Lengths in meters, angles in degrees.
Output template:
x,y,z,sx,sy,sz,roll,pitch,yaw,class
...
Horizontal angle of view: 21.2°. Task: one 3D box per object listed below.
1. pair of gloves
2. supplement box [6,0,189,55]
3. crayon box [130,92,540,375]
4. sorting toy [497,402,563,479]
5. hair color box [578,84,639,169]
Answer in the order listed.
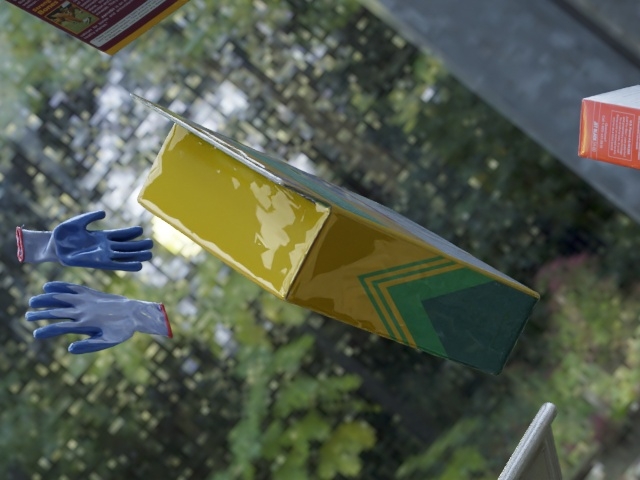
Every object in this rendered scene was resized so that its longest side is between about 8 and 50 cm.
x,y,z,sx,sy,sz,roll,pitch,yaw,class
-0.246,0.043,1.838,0.159,0.198,0.023,2,-43,-26,pair of gloves
-0.206,-0.240,1.404,0.104,0.081,0.188,-31,-34,26,supplement box
0.000,0.000,1.362,0.323,0.203,0.083,23,-84,-45,crayon box
0.145,0.310,1.440,0.307,0.041,0.229,-49,-44,-47,sorting toy
0.247,-0.067,1.115,0.072,0.141,0.043,-16,-67,-45,hair color box
